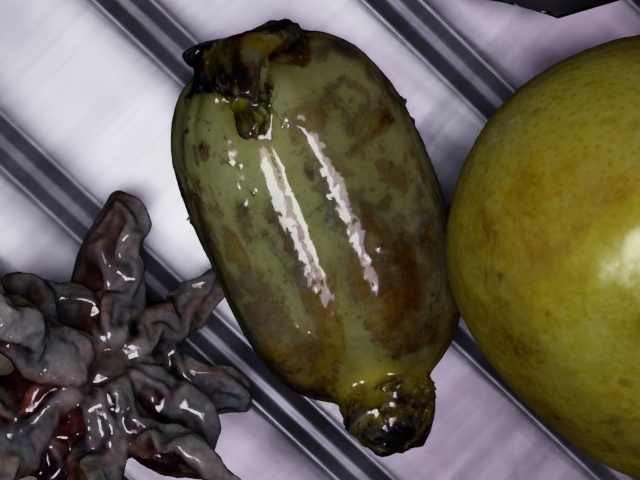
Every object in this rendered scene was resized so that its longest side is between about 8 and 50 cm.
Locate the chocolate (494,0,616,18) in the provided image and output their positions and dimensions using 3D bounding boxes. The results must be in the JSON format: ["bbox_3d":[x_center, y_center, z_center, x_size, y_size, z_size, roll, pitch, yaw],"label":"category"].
[{"bbox_3d":[0.141,-0.215,1.238,0.125,0.080,0.149,-42,104,15],"label":"chocolate"}]

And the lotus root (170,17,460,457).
[{"bbox_3d":[0.000,0.000,1.220,0.173,0.173,0.309,-21,95,0],"label":"lotus root"}]

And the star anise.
[{"bbox_3d":[-0.147,0.095,1.200,0.283,0.129,0.212,-34,93,-41],"label":"star anise"}]

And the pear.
[{"bbox_3d":[0.229,-0.002,1.160,0.304,0.304,0.303,0,97,-2],"label":"pear"}]

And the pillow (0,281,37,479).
[{"bbox_3d":[-0.260,0.167,1.273,0.173,0.067,0.270,39,94,-12],"label":"pillow"}]
